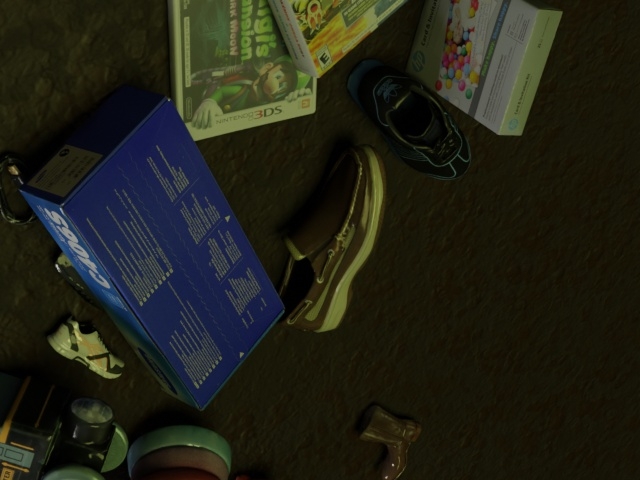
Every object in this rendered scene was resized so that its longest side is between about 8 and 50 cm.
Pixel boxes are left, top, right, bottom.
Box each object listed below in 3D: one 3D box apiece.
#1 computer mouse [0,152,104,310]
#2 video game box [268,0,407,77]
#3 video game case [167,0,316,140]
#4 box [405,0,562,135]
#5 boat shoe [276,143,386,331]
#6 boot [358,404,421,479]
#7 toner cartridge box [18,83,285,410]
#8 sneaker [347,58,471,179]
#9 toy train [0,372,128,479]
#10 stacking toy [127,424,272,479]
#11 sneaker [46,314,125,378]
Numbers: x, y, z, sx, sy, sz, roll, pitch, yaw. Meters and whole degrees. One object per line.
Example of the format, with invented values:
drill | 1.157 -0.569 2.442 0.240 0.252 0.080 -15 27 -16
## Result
computer mouse | -0.268 -0.002 1.256 0.071 0.041 0.242 -41 134 -5
video game box | 0.027 -0.304 1.235 0.205 0.048 0.187 -44 133 -19
video game case | -0.079 -0.206 1.266 0.173 0.022 0.190 -17 127 -27
box | 0.177 -0.221 1.324 0.038 0.186 0.145 -2 120 -32
boat shoe | 0.003 0.004 1.421 0.095 0.095 0.257 0 120 -29
boot | 0.086 0.295 1.714 0.114 0.037 0.106 25 90 -46
toner cartridge box | -0.169 0.016 1.284 0.165 0.075 0.347 -49 138 -24
sneaker | 0.123 -0.128 1.416 0.081 0.090 0.232 -51 134 4
toy train | -0.340 0.301 1.330 0.190 0.142 0.333 20 115 -6
stacking toy | -0.192 0.360 1.548 0.280 0.130 0.309 -25 134 15
sneaker | -0.258 0.122 1.348 0.043 0.040 0.109 -51 135 2
